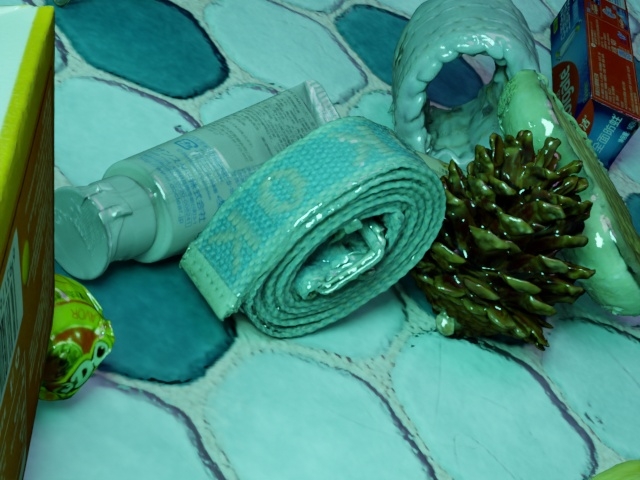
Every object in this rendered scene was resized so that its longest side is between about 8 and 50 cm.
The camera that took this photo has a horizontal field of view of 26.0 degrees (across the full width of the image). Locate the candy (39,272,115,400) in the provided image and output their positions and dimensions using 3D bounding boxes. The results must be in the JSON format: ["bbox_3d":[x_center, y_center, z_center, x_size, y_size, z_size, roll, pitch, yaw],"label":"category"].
[{"bbox_3d":[-0.219,-0.009,0.859,0.073,0.077,0.262,-15,58,-43],"label":"candy"}]

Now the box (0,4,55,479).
[{"bbox_3d":[-0.258,0.042,0.606,0.259,0.214,0.284,2,36,-3],"label":"box"}]

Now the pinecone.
[{"bbox_3d":[0.138,-0.004,1.069,0.173,0.174,0.174,21,34,-14],"label":"pinecone"}]

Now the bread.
[{"bbox_3d":[0.216,-0.042,1.188,0.232,0.064,0.172,61,17,-6],"label":"bread"}]

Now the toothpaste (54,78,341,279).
[{"bbox_3d":[-0.071,-0.044,1.029,0.299,0.073,0.114,-23,80,-48],"label":"toothpaste"}]

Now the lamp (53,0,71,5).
[{"bbox_3d":[-0.185,-0.232,1.236,0.041,0.054,0.121,42,27,19],"label":"lamp"}]

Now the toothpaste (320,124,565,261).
[{"bbox_3d":[0.111,-0.042,1.203,0.314,0.058,0.056,20,-8,-22],"label":"toothpaste"}]

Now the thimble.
[{"bbox_3d":[0.130,-0.142,1.259,0.127,0.151,0.118,10,34,-5],"label":"thimble"}]

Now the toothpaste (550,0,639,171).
[{"bbox_3d":[0.299,-0.188,1.526,0.066,0.076,0.320,25,32,-7],"label":"toothpaste"}]

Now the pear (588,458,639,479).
[{"bbox_3d":[0.257,0.236,0.723,0.309,0.309,0.309,21,34,-14],"label":"pear"}]

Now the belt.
[{"bbox_3d":[0.007,-0.005,0.976,0.147,0.163,0.082,22,24,-50],"label":"belt"}]
